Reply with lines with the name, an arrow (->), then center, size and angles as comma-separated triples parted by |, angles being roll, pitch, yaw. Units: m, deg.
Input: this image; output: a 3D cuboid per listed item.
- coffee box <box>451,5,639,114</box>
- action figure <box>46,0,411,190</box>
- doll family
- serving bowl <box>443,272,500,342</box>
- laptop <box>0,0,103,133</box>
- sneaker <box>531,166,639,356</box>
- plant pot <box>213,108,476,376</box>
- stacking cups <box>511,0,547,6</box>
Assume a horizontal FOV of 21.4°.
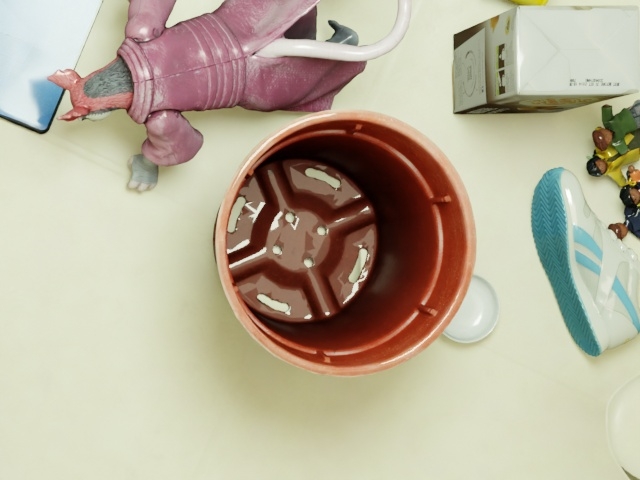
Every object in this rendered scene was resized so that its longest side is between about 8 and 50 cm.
coffee box -> 0.246, -0.199, 1.901 | 0.141, 0.246, 0.098 | -1, 90, -13
action figure -> -0.108, -0.179, 1.820 | 0.370, 0.275, 0.248 | -21, 108, -27
doll family -> 0.372, -0.078, 2.019 | 0.111, 0.076, 0.193 | -32, 100, -15
serving bowl -> 0.169, 0.079, 1.999 | 0.083, 0.027, 0.083 | 0, 90, -12
laptop -> -0.379, -0.380, 1.780 | 0.382, 0.408, 0.236 | 22, 52, -12
sneaker -> 0.319, 0.017, 2.008 | 0.092, 0.087, 0.229 | -23, 102, -18
plant pot -> 0.000, 0.000, 1.842 | 0.272, 0.265, 0.272 | 0, 91, -12
stacking cups -> 0.121, -0.355, 1.962 | 0.316, 0.096, 0.096 | 19, 87, -7
